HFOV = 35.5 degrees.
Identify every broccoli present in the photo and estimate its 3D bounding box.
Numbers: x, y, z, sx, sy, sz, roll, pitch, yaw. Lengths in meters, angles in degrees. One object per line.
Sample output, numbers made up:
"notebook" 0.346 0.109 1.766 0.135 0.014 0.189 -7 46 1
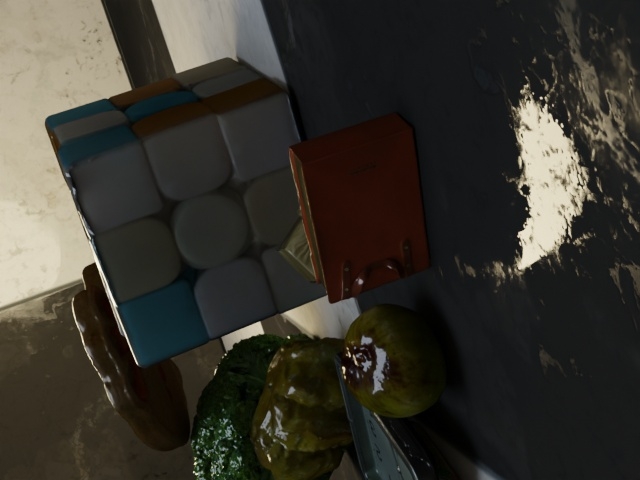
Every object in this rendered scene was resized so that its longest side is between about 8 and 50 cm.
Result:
"broccoli" -0.091 0.350 1.879 0.321 0.310 0.413 54 -165 27

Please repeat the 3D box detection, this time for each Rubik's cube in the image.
"Rubik's cube" -0.209 -0.062 1.594 0.344 0.347 0.346 -134 28 -63

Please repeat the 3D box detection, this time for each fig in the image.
"fig" 0.086 0.147 1.198 0.153 0.121 0.136 98 154 -65

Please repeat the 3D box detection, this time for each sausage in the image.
"sausage" 0.171 0.324 1.317 0.269 0.033 0.032 -127 21 -50

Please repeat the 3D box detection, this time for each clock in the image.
"clock" 0.108 0.311 1.368 0.273 0.049 0.278 -127 19 -52

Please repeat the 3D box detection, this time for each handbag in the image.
"handbag" 0.046 -0.031 1.085 0.063 0.127 0.190 -125 20 -52

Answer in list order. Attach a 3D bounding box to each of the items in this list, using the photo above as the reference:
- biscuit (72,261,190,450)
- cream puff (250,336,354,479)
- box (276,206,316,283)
"biscuit" -0.343 0.206 1.838 0.359 0.074 0.381 59 -171 -77
"cream puff" -0.018 0.269 1.618 0.244 0.196 0.244 173 90 -75
"box" 0.000 0.000 1.401 0.177 0.111 0.111 162 88 -81
